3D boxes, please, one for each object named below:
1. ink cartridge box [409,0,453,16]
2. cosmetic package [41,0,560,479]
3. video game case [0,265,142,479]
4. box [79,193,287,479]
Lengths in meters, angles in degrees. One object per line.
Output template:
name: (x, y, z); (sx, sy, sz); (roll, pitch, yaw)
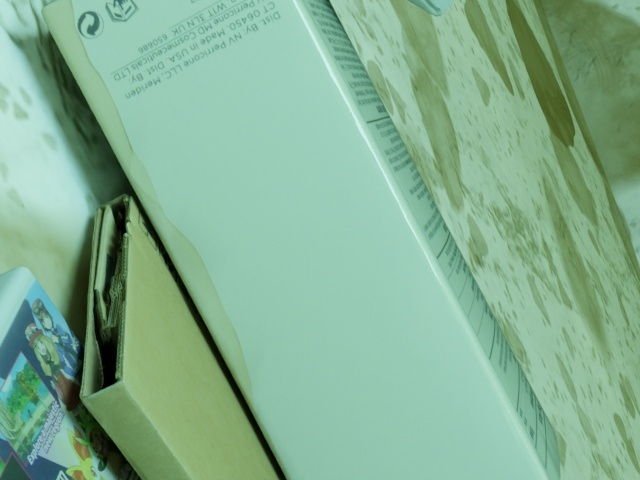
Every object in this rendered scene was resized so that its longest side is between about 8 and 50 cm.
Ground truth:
ink cartridge box: (-0.002, -0.286, 0.813); (0.289, 0.211, 0.121); (37, 1, 30)
cosmetic package: (0.000, 0.000, 0.756); (0.309, 0.113, 0.160); (63, 9, -1)
video game case: (-0.089, 0.131, 0.537); (0.183, 0.023, 0.201); (59, 20, -22)
box: (-0.041, 0.094, 0.670); (0.201, 0.021, 0.164); (60, 8, -26)
